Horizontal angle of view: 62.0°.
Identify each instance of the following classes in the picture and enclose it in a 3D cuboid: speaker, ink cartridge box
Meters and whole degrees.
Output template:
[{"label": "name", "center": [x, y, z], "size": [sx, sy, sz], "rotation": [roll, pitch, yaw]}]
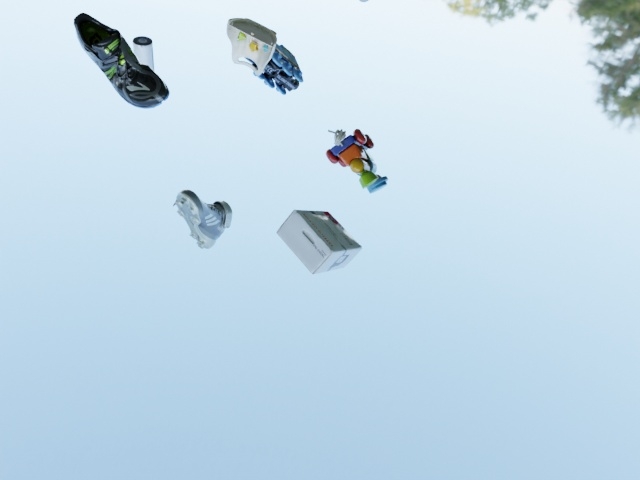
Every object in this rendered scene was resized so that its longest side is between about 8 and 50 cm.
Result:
[{"label": "speaker", "center": [-0.507, -0.511, 1.532], "size": [0.055, 0.136, 0.055], "rotation": [6, -134, -7]}, {"label": "ink cartridge box", "center": [0.000, 0.000, 1.012], "size": [0.109, 0.063, 0.150], "rotation": [48, -160, 16]}]

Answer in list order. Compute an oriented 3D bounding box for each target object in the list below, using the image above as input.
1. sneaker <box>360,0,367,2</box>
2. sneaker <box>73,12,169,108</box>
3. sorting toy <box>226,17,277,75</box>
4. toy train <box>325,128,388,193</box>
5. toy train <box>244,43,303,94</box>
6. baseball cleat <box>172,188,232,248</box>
[{"label": "sneaker", "center": [0.070, -0.597, 1.010], "size": [0.153, 0.269, 0.101], "rotation": [42, -111, 10]}, {"label": "sneaker", "center": [-0.317, -0.279, 0.833], "size": [0.188, 0.078, 0.067], "rotation": [45, -97, 1]}, {"label": "sorting toy", "center": [-0.111, -0.309, 0.859], "size": [0.083, 0.075, 0.045], "rotation": [28, -138, 1]}, {"label": "toy train", "center": [0.088, -0.189, 1.300], "size": [0.143, 0.105, 0.248], "rotation": [58, -163, 8]}, {"label": "toy train", "center": [-0.110, -0.415, 1.247], "size": [0.184, 0.080, 0.105], "rotation": [14, -130, -62]}, {"label": "baseball cleat", "center": [-0.243, -0.064, 1.121], "size": [0.072, 0.206, 0.109], "rotation": [35, -114, 14]}]
